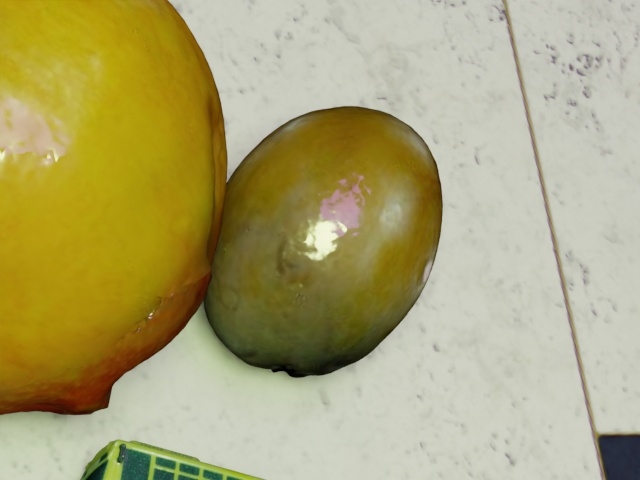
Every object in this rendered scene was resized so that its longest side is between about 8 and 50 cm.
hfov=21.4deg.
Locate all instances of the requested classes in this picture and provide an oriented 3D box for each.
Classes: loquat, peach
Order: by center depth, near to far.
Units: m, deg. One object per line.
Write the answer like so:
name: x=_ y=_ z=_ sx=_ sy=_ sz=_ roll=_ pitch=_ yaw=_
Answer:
peach: x=-0.235 y=-0.047 z=1.163 sx=0.372 sy=0.290 sz=0.373 roll=11 pitch=65 yaw=-24
loquat: x=0.000 y=0.000 z=1.322 sx=0.179 sy=0.179 sz=0.227 roll=36 pitch=65 yaw=-5

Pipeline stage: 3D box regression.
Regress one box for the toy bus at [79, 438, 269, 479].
toy bus: x=-0.096 y=0.209 z=1.226 sx=0.175 sy=0.088 sz=0.101 roll=19 pitch=58 yaw=-19
